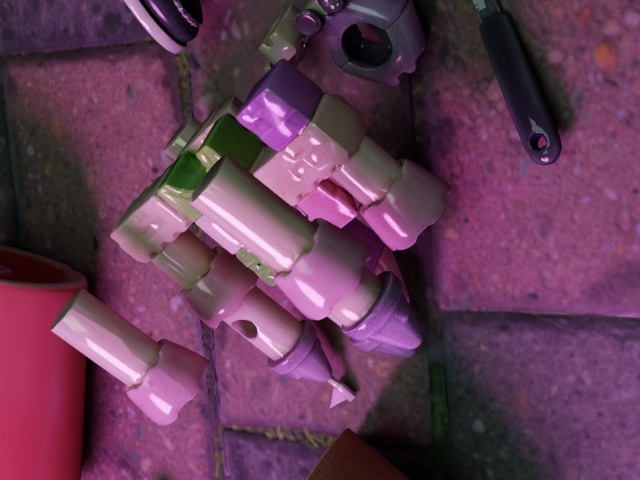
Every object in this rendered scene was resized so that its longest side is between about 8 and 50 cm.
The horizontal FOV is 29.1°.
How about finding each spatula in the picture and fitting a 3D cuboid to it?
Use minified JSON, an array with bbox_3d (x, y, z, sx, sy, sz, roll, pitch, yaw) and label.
[{"bbox_3d":[0.122,-0.195,0.962,0.084,0.030,0.297,-28,83,32],"label":"spatula"}]

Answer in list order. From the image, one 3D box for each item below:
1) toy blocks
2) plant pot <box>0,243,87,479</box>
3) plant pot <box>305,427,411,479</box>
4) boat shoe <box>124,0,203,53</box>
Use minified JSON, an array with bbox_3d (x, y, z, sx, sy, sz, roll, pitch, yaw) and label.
[{"bbox_3d":[0.000,0.000,1.000,0.260,0.309,0.288,38,136,-14],"label":"toy blocks"},{"bbox_3d":[-0.350,0.134,1.212,0.274,0.275,0.243,18,98,30],"label":"plant pot"},{"bbox_3d":[0.067,0.319,0.994,0.254,0.237,0.237,30,115,11],"label":"plant pot"},{"bbox_3d":[-0.162,-0.336,1.077,0.113,0.127,0.340,-25,81,11],"label":"boat shoe"}]
